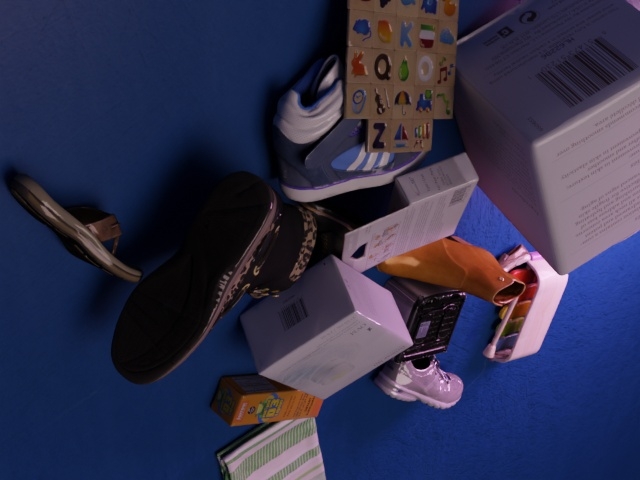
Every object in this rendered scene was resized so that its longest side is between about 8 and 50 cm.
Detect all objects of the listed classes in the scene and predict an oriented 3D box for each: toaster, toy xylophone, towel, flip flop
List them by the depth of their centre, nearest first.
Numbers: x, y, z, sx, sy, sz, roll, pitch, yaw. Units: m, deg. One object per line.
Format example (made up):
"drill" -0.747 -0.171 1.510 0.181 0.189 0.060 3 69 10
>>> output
"flip flop" -0.345 -0.022 1.417 0.080 0.112 0.277 -57 137 -17
"toaster" 0.213 0.158 2.069 0.168 0.110 0.185 -8 125 -41
"towel" -0.097 0.504 2.092 0.248 0.038 0.325 -31 136 -24
"toy xylophone" 0.496 0.176 2.377 0.236 0.081 0.322 2 117 -45

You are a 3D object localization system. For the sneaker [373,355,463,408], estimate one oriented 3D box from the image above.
"sneaker" 0.253 0.317 2.231 0.281 0.105 0.115 14 109 -48

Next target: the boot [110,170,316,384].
"boot" -0.158 0.069 1.568 0.377 0.138 0.284 -58 162 6

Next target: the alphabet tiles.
"alphabet tiles" 0.140 -0.319 1.615 0.285 0.011 0.342 -8 104 -45

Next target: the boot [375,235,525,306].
"boot" 0.276 0.063 1.978 0.295 0.211 0.104 -4 121 -42

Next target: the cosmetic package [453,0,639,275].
"cosmetic package" 0.473 -0.218 1.821 0.329 0.327 0.393 -31 138 -4

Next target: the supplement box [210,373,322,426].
"supplement box" -0.100 0.314 1.913 0.233 0.080 0.078 4 114 -42

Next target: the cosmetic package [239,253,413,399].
"cosmetic package" 0.013 0.171 1.808 0.224 0.138 0.225 -35 145 18

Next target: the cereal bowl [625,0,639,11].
"cereal bowl" 0.707 -0.507 1.974 0.339 0.141 0.339 -10 102 -54

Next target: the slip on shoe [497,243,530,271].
"slip on shoe" 0.433 0.051 2.258 0.135 0.051 0.041 -24 94 -19

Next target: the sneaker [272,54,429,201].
"sneaker" 0.065 -0.213 1.629 0.323 0.130 0.236 -21 136 -24

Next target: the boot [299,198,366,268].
"boot" 0.000 0.000 1.780 0.137 0.077 0.198 -52 140 9

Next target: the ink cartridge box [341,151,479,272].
"ink cartridge box" 0.145 -0.038 1.793 0.261 0.066 0.296 -22 163 -9
